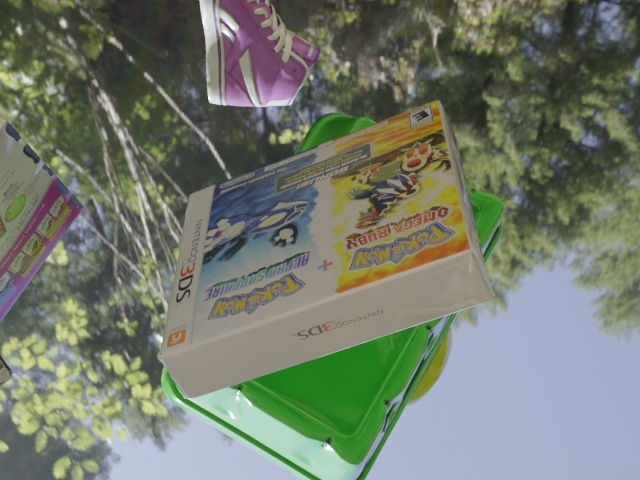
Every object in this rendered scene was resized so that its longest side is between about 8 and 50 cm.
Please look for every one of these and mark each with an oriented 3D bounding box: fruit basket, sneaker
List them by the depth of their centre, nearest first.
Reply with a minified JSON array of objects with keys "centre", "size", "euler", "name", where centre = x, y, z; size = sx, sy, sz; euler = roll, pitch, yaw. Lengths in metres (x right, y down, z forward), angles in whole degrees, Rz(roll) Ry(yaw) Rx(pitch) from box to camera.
[{"centre":[0.032,0.077,1.085],"size":[0.283,0.392,0.392],"euler":[31,-116,-2],"name":"fruit basket"},{"centre":[-0.078,-0.305,1.362],"size":[0.161,0.282,0.102],"euler":[7,-132,7],"name":"sneaker"}]

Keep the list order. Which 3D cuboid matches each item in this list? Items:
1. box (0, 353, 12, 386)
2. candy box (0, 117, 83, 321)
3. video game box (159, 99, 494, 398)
[{"centre":[-0.264,-0.072,0.423],"size":[0.076,0.307,0.242],"euler":[-35,-121,-20],"name":"box"},{"centre":[-0.315,-0.019,0.889],"size":[0.071,0.233,0.159],"euler":[31,-103,10],"name":"candy box"},{"centre":[0.000,0.000,0.660],"size":[0.205,0.048,0.187],"euler":[-20,-145,13],"name":"video game box"}]
